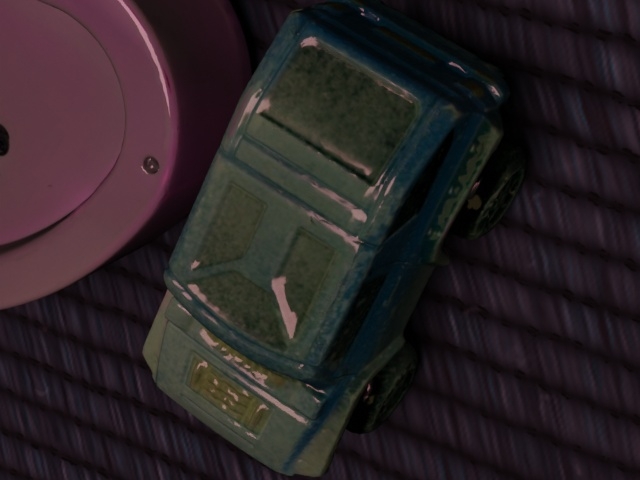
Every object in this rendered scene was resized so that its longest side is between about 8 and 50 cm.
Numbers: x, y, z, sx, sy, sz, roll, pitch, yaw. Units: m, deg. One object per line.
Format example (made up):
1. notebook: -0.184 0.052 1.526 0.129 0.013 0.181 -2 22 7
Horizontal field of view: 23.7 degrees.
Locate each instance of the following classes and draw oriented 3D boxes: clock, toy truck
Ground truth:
1. clock: -0.214 -0.121 0.996 0.339 0.102 0.338 9 113 23
2. toy truck: 0.000 0.000 0.904 0.155 0.156 0.279 34 114 17
